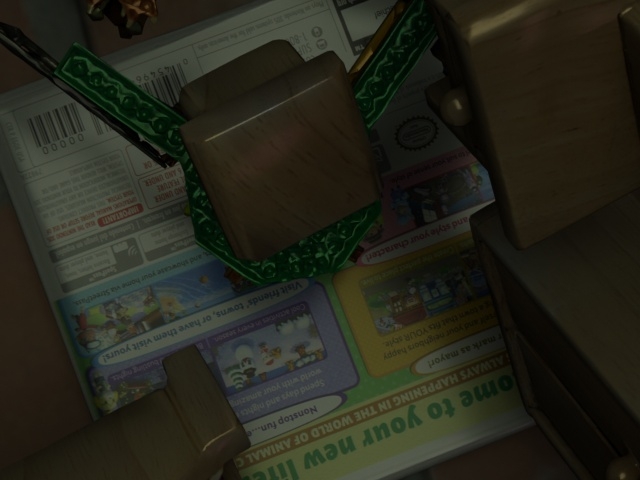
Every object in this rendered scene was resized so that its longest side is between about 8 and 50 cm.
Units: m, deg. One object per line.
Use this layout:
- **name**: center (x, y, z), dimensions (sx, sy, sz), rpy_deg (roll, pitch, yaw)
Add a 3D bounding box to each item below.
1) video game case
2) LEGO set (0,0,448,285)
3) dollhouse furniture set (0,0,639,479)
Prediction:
- **video game case**: center (0.000, 0.000, 0.605), dimensions (0.212, 0.023, 0.193), rpy_deg (-21, 85, -5)
- **LEGO set**: center (-0.062, -0.147, 0.549), dimensions (0.331, 0.192, 0.255), rpy_deg (27, 96, -6)
- **dollhouse furniture set**: center (-0.026, 0.124, 0.431), dimensions (0.356, 0.303, 0.174), rpy_deg (-28, 44, -8)
